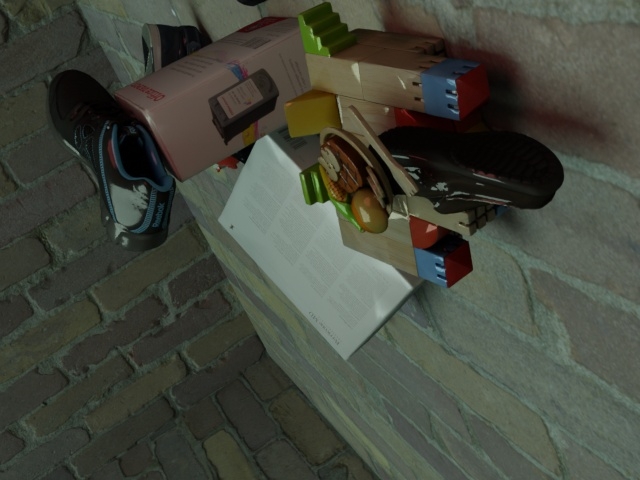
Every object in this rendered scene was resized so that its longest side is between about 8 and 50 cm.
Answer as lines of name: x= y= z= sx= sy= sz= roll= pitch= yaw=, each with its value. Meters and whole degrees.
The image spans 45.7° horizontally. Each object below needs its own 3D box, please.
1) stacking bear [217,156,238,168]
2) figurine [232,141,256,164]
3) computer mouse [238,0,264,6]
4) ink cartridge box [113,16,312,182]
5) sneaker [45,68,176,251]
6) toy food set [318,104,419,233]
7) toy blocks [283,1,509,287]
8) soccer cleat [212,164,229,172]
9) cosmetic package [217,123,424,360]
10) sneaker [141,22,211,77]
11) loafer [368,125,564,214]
stacking bear: x=-0.236 y=-0.275 z=1.767 sx=0.175 sy=0.164 sz=0.289 roll=51 pitch=169 yaw=22
figurine: x=-0.096 y=-0.190 z=1.472 sx=0.214 sy=0.092 sz=0.210 roll=-17 pitch=106 yaw=46
computer mouse: x=-0.106 y=-0.426 z=1.227 sx=0.071 sy=0.041 sz=0.242 roll=61 pitch=165 yaw=-12
ink cartridge box: x=-0.151 y=-0.240 z=1.229 sx=0.226 sy=0.306 sz=0.131 roll=34 pitch=153 yaw=58
sneaker: x=-0.306 y=-0.152 z=1.149 sx=0.341 sy=0.125 sz=0.140 roll=55 pitch=138 yaw=21
toy food set: x=0.035 y=-0.066 z=0.846 sx=0.132 sy=0.038 sz=0.192 roll=52 pitch=165 yaw=4
toy blocks: x=0.125 y=-0.097 z=0.944 sx=0.260 sy=0.190 sz=0.382 roll=23 pitch=136 yaw=43
soccer cleat: x=-0.269 y=-0.252 z=2.098 sx=0.076 sy=0.068 sz=0.196 roll=60 pitch=159 yaw=8
cosmetic package: x=0.000 y=0.000 z=1.382 sx=0.377 sy=0.097 sz=0.284 roll=47 pitch=138 yaw=10
sneaker: x=-0.321 y=-0.382 z=1.743 sx=0.086 sy=0.163 sz=0.226 roll=35 pitch=128 yaw=47
loafer: x=0.150 y=-0.067 z=0.784 sx=0.220 sy=0.080 sz=0.078 roll=20 pitch=137 yaw=43
